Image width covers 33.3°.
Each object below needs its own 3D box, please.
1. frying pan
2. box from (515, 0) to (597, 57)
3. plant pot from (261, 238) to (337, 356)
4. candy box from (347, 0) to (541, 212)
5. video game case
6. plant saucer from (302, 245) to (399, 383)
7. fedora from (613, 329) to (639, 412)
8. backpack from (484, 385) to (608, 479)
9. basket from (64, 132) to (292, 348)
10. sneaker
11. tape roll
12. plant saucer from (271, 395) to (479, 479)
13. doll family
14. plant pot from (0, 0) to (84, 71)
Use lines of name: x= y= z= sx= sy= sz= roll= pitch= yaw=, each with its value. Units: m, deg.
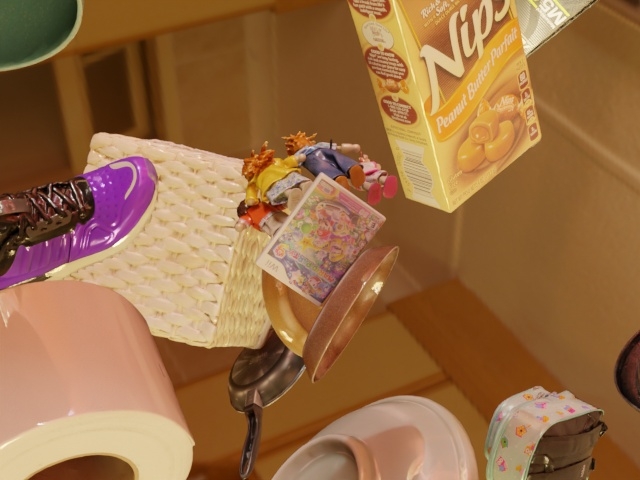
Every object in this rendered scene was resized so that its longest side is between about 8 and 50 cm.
frying pan: x=-0.125 y=0.272 z=1.898 sx=0.197 sy=0.326 sz=0.053 roll=-11 pitch=-51 yaw=49
box: x=0.338 y=-0.419 z=1.713 sx=0.190 sy=0.184 sz=0.045 roll=44 pitch=25 yaw=-18
plant pot: x=-0.003 y=0.077 z=1.749 sx=0.032 sy=0.236 sz=0.236 roll=-12 pitch=-84 yaw=39
candy box: x=0.152 y=-0.215 z=1.273 sx=0.087 sy=0.183 sz=0.316 roll=23 pitch=-38 yaw=45
video game case: x=0.000 y=0.000 z=1.147 sx=0.087 sy=0.122 sz=0.011 roll=34 pitch=10 yaw=-13
plant saucer: x=0.027 y=0.072 z=1.120 sx=0.029 sy=0.168 sz=0.168 roll=31 pitch=-34 yaw=11
fedora: x=0.654 y=0.167 z=1.806 sx=0.334 sy=0.334 sz=0.153 roll=41 pitch=-27 yaw=52
backpack: x=0.340 y=0.321 z=1.675 sx=0.144 sy=0.188 sz=0.166 roll=26 pitch=-67 yaw=35
basket: x=-0.244 y=-0.003 z=1.851 sx=0.266 sy=0.331 sz=0.328 roll=11 pitch=93 yaw=-73
sneaker: x=-0.346 y=-0.023 z=1.351 sx=0.146 sy=0.293 sz=0.102 roll=39 pitch=22 yaw=-57
tape roll: x=-0.266 y=0.182 z=1.053 sx=0.246 sy=0.246 sz=0.169 roll=96 pitch=-27 yaw=-46
plant saucer: x=0.012 y=0.350 z=1.291 sx=0.100 sy=0.400 sz=0.400 roll=36 pitch=-8 yaw=-25
doll family: x=-0.022 y=-0.102 z=1.577 sx=0.163 sy=0.263 sz=0.118 roll=33 pitch=-39 yaw=51
plant pot: x=-0.315 y=-0.288 z=0.832 sx=0.290 sy=0.290 sz=0.196 roll=129 pitch=-31 yaw=-65
